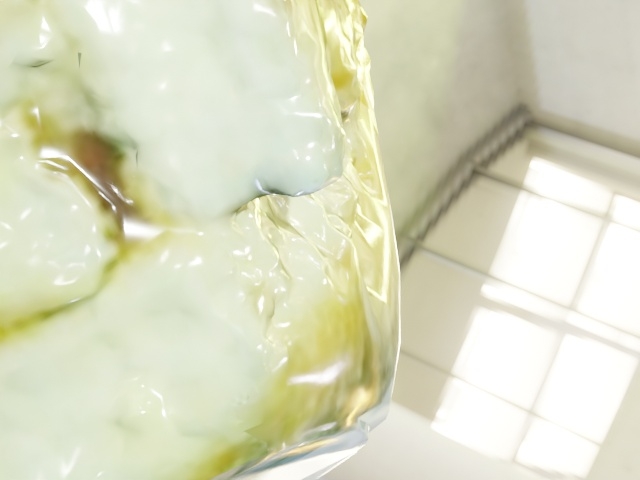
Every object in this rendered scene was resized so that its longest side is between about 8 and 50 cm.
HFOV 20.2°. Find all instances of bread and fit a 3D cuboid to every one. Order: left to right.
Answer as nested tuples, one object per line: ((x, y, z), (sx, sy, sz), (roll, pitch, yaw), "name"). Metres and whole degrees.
((-0.157, 0.019, 0.590), (0.395, 0.239, 0.264), (-28, -90, 5), "bread")
